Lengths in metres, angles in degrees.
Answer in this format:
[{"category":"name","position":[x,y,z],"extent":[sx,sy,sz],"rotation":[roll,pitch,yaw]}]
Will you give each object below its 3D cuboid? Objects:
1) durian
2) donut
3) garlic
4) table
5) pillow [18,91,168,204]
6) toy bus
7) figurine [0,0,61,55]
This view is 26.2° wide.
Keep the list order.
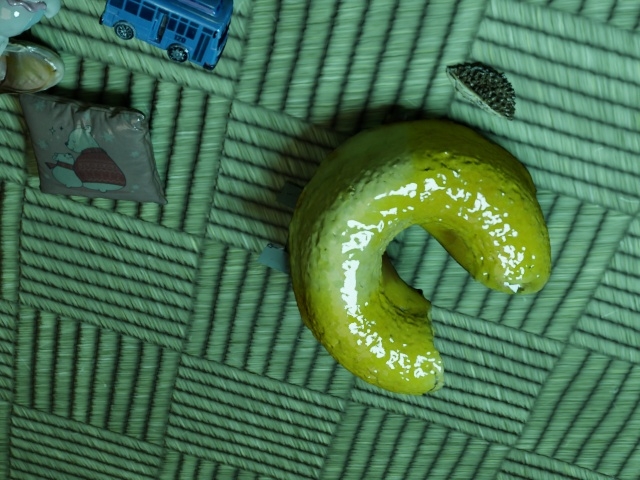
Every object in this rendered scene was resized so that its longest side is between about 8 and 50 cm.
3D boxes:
[{"category":"durian","position":[0.247,-0.226,2.054],"extent":[0.130,0.052,0.066],"rotation":[36,171,-16]},{"category":"donut","position":[0.137,0.025,2.114],"extent":[0.378,0.163,0.435],"rotation":[39,102,-20]},{"category":"garlic","position":[-0.489,-0.274,2.159],"extent":[0.174,0.124,0.099],"rotation":[11,106,-5]},{"category":"table","position":[0.000,0.000,2.264],"extent":[0.175,0.146,0.062],"rotation":[23,138,-9]},{"category":"pillow","position":[-0.376,-0.148,2.272],"extent":[0.236,0.084,0.223],"rotation":[11,137,11]},{"category":"toy bus","position":[-0.221,-0.336,2.032],"extent":[0.185,0.090,0.106],"rotation":[22,134,-6]},{"category":"figurine","position":[-0.440,-0.370,2.017],"extent":[0.127,0.155,0.235],"rotation":[30,134,-1]}]
